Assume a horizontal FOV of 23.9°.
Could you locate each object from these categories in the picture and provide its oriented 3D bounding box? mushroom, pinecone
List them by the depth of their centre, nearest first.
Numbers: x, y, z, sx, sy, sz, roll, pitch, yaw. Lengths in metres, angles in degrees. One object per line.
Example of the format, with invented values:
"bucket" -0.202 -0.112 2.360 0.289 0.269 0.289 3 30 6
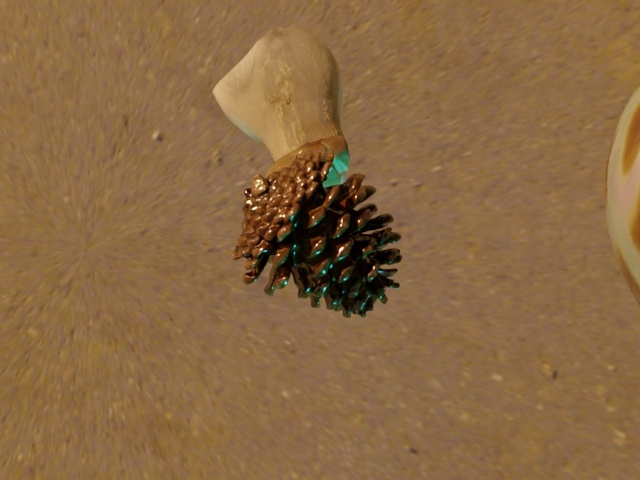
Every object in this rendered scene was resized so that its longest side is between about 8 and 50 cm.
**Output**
"pinecone" -0.001 0.000 0.947 0.102 0.102 0.109 -44 77 -7
"mushroom" -0.020 -0.116 1.372 0.116 0.225 0.093 -37 134 3

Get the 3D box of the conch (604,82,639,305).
"conch" 0.288 -0.021 0.835 0.368 0.249 0.197 -17 137 -36
